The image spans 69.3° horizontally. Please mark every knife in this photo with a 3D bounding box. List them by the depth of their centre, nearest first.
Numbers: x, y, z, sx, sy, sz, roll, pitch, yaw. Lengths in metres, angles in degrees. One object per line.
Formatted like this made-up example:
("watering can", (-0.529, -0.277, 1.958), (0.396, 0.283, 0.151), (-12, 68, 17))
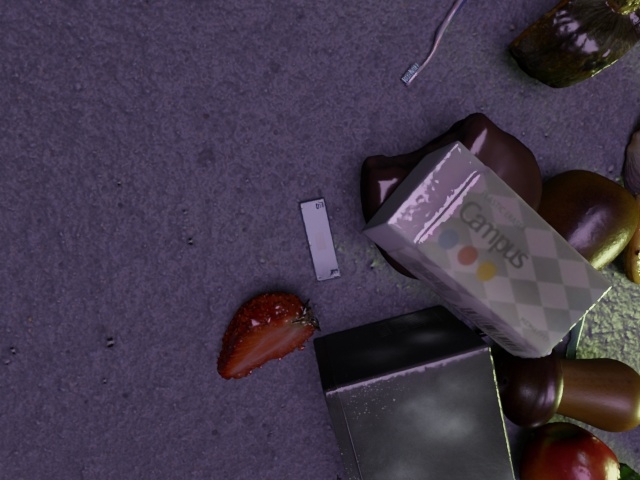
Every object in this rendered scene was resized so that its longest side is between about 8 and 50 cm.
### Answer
("knife", (0.580, 0.245, 1.066), (0.028, 0.015, 0.210), (3, 102, -10))

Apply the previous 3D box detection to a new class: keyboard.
("keyboard", (0.000, 0.000, 0.970), (0.055, 0.014, 0.176), (-13, 101, -2))

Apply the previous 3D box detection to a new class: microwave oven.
("microwave oven", (0.199, 0.398, 0.949), (0.375, 0.236, 0.431), (-14, 102, -2))

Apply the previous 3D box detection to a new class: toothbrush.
("toothbrush", (0.246, -0.420, 0.908), (0.027, 0.021, 0.269), (34, 95, -16))

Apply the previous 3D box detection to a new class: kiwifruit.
("kiwifruit", (0.495, -0.022, 0.920), (0.196, 0.196, 0.234), (35, 93, -10))

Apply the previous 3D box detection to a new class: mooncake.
("mooncake", (0.229, -0.082, 0.889), (0.334, 0.174, 0.325), (31, 102, -12))

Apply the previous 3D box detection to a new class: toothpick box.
("toothpick box", (0.515, 0.309, 0.981), (0.295, 0.192, 0.192), (11, 99, -7))

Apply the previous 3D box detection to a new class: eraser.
("eraser", (0.288, 0.033, 0.797), (0.397, 0.082, 0.213), (37, 99, -15))

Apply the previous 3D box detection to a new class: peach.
("peach", (0.555, 0.529, 1.030), (0.196, 0.190, 0.226), (-13, 96, -18))

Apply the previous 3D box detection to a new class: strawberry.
("strawberry", (-0.124, 0.177, 0.955), (0.236, 0.106, 0.175), (-21, 138, 0))

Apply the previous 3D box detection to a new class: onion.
("onion", (0.721, -0.169, 0.941), (0.098, 0.151, 0.205), (3, 117, -20))

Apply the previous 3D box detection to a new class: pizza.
("pizza", (0.671, 0.005, 0.962), (0.127, 0.058, 0.246), (-40, 127, -38))

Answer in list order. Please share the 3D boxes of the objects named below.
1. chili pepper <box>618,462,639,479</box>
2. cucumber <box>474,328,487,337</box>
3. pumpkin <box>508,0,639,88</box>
("chili pepper", (0.619, 0.701, 1.083), (0.385, 0.167, 0.213), (-44, 128, -11))
("cucumber", (0.406, 0.186, 1.031), (0.135, 0.033, 0.034), (-12, 64, -3))
("pumpkin", (0.511, -0.413, 0.831), (0.317, 0.222, 0.139), (-38, 102, 4))
